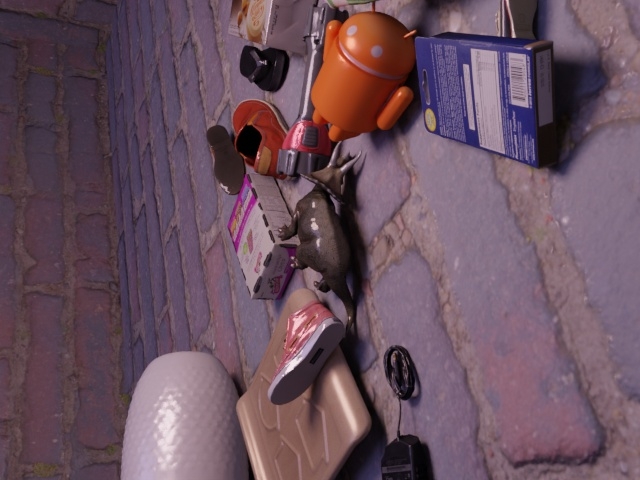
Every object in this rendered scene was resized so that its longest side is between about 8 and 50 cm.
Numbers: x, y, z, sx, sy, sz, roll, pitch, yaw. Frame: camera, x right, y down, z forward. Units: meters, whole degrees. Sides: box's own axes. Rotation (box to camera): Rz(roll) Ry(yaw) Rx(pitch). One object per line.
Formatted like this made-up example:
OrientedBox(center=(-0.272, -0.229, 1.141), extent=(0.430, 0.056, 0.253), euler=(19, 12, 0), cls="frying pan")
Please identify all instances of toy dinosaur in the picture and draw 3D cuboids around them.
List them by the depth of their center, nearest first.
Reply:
OrientedBox(center=(0.000, 0.000, 1.127), extent=(0.160, 0.120, 0.314), euler=(123, 146, -65), cls="toy dinosaur")

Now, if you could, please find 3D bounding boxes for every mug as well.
OrientedBox(center=(-0.301, 0.458, 1.543), extent=(0.374, 0.276, 0.328), euler=(79, -177, -60), cls="mug")

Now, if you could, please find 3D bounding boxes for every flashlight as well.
OrientedBox(center=(-0.010, -0.263, 1.206), extent=(0.103, 0.103, 0.304), euler=(10, 93, 36), cls="flashlight")

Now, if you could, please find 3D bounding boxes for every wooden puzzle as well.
OrientedBox(center=(-0.031, 0.314, 1.205), extent=(0.348, 0.080, 0.322), euler=(-61, 37, 32), cls="wooden puzzle")

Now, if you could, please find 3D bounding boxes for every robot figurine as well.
OrientedBox(center=(0.063, -0.256, 1.018), extent=(0.158, 0.128, 0.219), euler=(-95, 26, -42), cls="robot figurine")

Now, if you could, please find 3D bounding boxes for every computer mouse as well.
OrientedBox(center=(0.123, 0.271, 0.957), extent=(0.071, 0.041, 0.242), euler=(-26, 57, 50), cls="computer mouse")

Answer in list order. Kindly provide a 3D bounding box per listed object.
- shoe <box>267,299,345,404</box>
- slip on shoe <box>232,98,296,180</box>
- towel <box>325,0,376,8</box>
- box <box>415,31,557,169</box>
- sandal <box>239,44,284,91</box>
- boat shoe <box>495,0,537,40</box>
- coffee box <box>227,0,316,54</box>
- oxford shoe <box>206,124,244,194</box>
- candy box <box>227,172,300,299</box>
OrientedBox(center=(-0.036, 0.185, 1.107), extent=(0.178, 0.063, 0.081), euler=(-53, 40, 6), cls="shoe")
OrientedBox(center=(-0.140, -0.228, 1.439), extent=(0.331, 0.101, 0.123), euler=(-125, 44, -52), cls="slip on shoe")
OrientedBox(center=(0.112, -0.449, 0.849), extent=(0.324, 0.038, 0.248), euler=(-1, 108, 38), cls="towel")
OrientedBox(center=(0.194, -0.179, 0.806), extent=(0.225, 0.036, 0.137), euler=(36, 142, 57), cls="box")
OrientedBox(center=(-0.147, -0.397, 1.518), extent=(0.254, 0.054, 0.097), euler=(33, 116, 59), cls="sandal")
OrientedBox(center=(0.229, -0.260, 0.790), extent=(0.043, 0.049, 0.137), euler=(170, 97, -64), cls="boat shoe")
OrientedBox(center=(-0.106, -0.485, 1.400), extent=(0.246, 0.098, 0.141), euler=(41, 123, 56), cls="coffee box")
OrientedBox(center=(-0.231, -0.191, 1.667), extent=(0.076, 0.076, 0.212), euler=(80, 173, -58), cls="oxford shoe")
OrientedBox(center=(-0.122, -0.010, 1.413), extent=(0.159, 0.071, 0.233), euler=(-64, 34, 36), cls="candy box")
